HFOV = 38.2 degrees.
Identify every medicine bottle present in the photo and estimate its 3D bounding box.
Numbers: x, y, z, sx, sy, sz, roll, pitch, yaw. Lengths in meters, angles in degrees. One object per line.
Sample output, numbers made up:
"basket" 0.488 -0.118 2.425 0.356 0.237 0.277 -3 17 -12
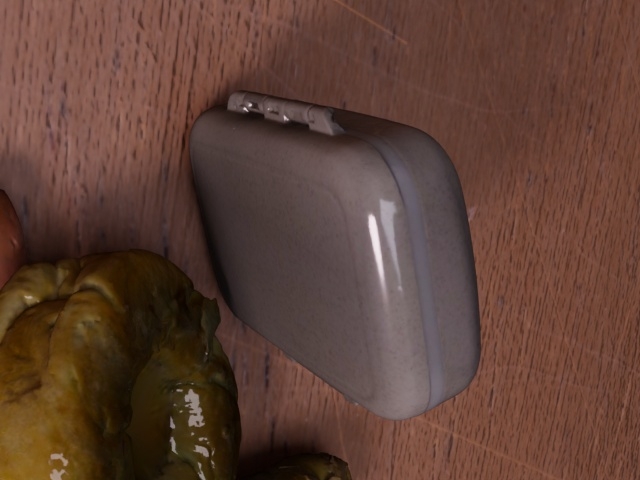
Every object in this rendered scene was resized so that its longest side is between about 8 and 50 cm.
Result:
"medicine bottle" 0.000 0.000 0.872 0.122 0.375 0.283 -19 112 -26

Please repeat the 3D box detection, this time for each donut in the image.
"donut" -0.198 0.191 0.858 0.169 0.360 0.361 -5 111 18

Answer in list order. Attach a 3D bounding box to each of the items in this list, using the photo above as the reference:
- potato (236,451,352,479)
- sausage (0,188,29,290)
"potato" -0.076 0.346 1.045 0.296 0.141 0.192 -33 155 -29
"sausage" -0.316 0.153 0.909 0.094 0.094 0.419 -4 106 -6
